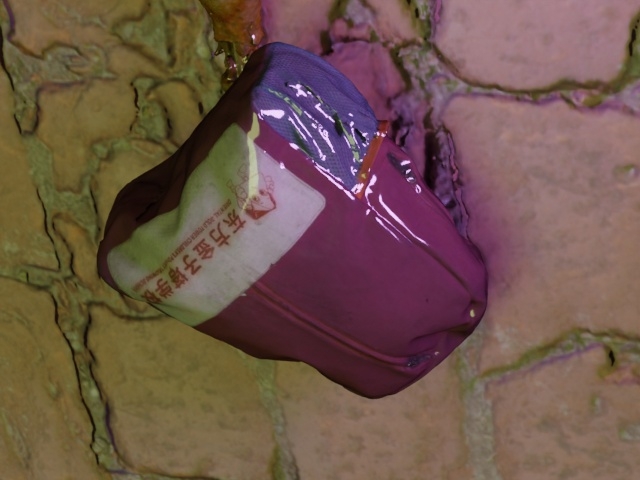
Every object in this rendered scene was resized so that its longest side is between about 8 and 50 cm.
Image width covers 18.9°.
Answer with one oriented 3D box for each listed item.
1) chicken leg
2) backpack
[{"bbox_3d":[-0.078,-0.218,1.685,0.107,0.087,0.251,12,129,35],"label":"chicken leg"},{"bbox_3d":[0.000,0.000,1.700,0.317,0.197,0.283,34,132,-17],"label":"backpack"}]
